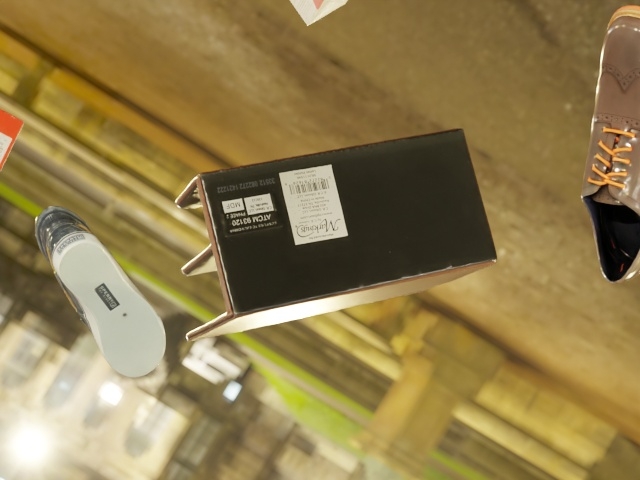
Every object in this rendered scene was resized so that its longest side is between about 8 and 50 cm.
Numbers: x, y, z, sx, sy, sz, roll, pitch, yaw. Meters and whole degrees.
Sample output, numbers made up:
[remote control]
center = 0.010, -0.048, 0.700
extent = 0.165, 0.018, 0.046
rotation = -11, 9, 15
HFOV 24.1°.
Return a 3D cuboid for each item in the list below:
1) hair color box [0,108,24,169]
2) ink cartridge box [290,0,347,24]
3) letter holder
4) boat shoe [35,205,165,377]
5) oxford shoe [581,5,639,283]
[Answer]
[hair color box]
center = -0.336, -0.068, 1.379
extent = 0.053, 0.093, 0.167
rotation = 28, 161, -20
[ink cartridge box]
center = -0.034, -0.387, 1.894
extent = 0.198, 0.067, 0.115
rotation = 55, 160, 4
[letter holder]
center = 0.000, 0.000, 1.625
extent = 0.302, 0.152, 0.214
rotation = -11, 171, -21
[boat shoe]
center = -0.206, 0.046, 1.416
extent = 0.083, 0.065, 0.183
rotation = 48, 166, 49
[oxford shoe]
center = 0.293, -0.083, 1.394
extent = 0.097, 0.098, 0.271
rotation = 13, 127, 38
